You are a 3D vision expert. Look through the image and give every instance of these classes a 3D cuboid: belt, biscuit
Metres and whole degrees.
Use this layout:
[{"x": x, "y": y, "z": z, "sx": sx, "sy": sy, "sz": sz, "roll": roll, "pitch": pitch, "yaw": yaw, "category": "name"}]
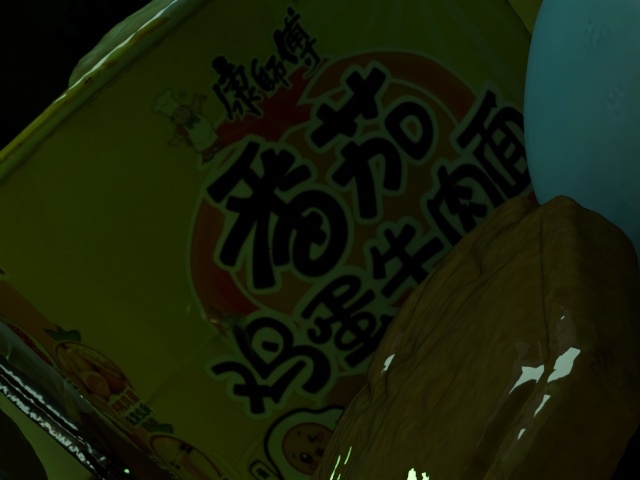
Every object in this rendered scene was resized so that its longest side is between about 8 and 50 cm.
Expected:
[{"x": -0.159, "y": 0.065, "z": 1.064, "sx": 0.105, "sy": 0.184, "sz": 0.261, "roll": -42, "pitch": 48, "yaw": -17, "category": "belt"}, {"x": 0.019, "y": 0.068, "z": 0.441, "sx": 0.182, "sy": 0.034, "sz": 0.215, "roll": -63, "pitch": 7, "yaw": 3, "category": "biscuit"}]

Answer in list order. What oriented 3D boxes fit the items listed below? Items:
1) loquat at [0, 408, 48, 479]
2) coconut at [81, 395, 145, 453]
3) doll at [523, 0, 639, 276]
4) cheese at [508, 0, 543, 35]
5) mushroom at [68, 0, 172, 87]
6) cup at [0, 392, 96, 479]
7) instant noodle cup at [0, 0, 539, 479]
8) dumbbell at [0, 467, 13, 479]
[{"x": -0.330, "y": 0.195, "z": 1.125, "sx": 0.276, "sy": 0.276, "sz": 0.284, "roll": -36, "pitch": 3, "yaw": 40, "category": "loquat"}, {"x": -0.048, "y": 0.037, "z": 0.851, "sx": 0.194, "sy": 0.194, "sz": 0.194, "roll": -39, "pitch": 5, "yaw": 4, "category": "coconut"}, {"x": 0.152, "y": -0.088, "z": 0.492, "sx": 0.177, "sy": 0.141, "sz": 0.314, "roll": -32, "pitch": 29, "yaw": 51, "category": "doll"}, {"x": 0.131, "y": -0.202, "z": 1.402, "sx": 0.292, "sy": 0.153, "sz": 0.332, "roll": -15, "pitch": 15, "yaw": 21, "category": "cheese"}, {"x": -0.036, "y": -0.055, "z": 1.076, "sx": 0.212, "sy": 0.217, "sz": 0.292, "roll": -19, "pitch": 24, "yaw": 4, "category": "mushroom"}, {"x": -0.264, "y": 0.082, "z": 1.456, "sx": 0.288, "sy": 0.273, "sz": 0.208, "roll": -41, "pitch": 3, "yaw": 12, "category": "cup"}, {"x": 0.000, "y": 0.000, "z": 0.652, "sx": 0.264, "sy": 0.200, "sz": 0.264, "roll": -39, "pitch": 4, "yaw": 3, "category": "instant noodle cup"}, {"x": -0.257, "y": 0.210, "z": 0.776, "sx": 0.290, "sy": 0.192, "sz": 0.192, "roll": -41, "pitch": 5, "yaw": -22, "category": "dumbbell"}]
